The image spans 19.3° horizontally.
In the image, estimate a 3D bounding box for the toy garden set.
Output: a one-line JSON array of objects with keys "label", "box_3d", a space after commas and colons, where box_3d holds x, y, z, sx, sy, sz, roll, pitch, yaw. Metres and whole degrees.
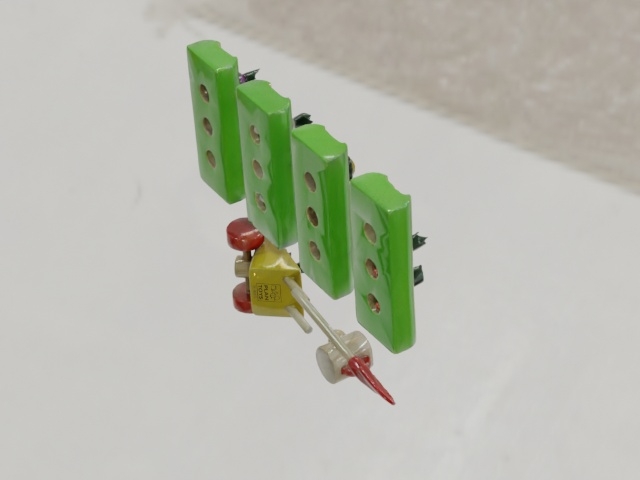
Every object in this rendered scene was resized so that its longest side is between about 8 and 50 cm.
[{"label": "toy garden set", "box_3d": [0.000, 0.000, 1.234, 0.049, 0.204, 0.244, -22, 40, -24]}]
